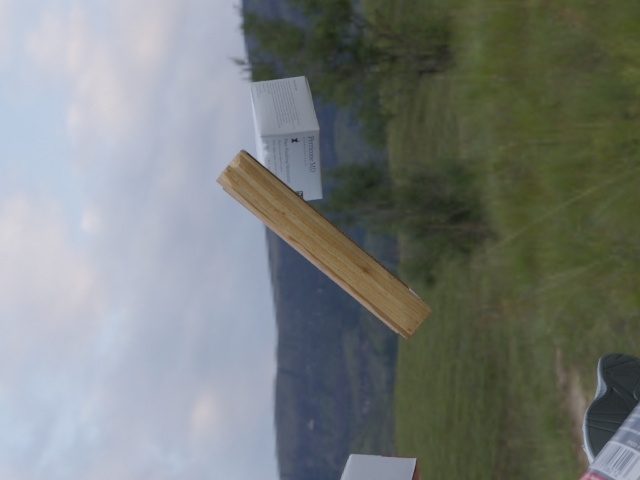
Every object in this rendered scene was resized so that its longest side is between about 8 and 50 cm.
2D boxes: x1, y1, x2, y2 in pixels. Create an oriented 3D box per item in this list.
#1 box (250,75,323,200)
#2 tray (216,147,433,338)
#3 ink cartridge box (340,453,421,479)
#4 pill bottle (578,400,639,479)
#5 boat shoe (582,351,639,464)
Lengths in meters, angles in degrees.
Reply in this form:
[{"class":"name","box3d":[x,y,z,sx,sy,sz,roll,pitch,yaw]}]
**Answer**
[{"class":"box","box3d":[-0.067,-0.198,1.946,0.182,0.119,0.181,-103,7,-45]},{"class":"tray","box3d":[0.000,0.000,1.689,0.076,0.411,0.203,-51,8,2]},{"class":"ink cartridge box","box3d":[0.110,0.486,1.726,0.127,0.128,0.176,-63,-34,-56]},{"class":"pill bottle","box3d":[0.488,0.237,1.174,0.363,0.210,0.210,-49,-22,-8]},{"class":"boat shoe","box3d":[0.555,0.337,1.844,0.320,0.118,0.103,-62,-27,-56]}]
